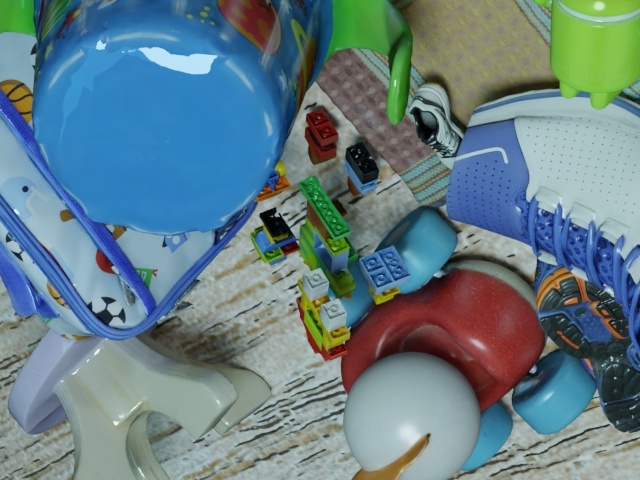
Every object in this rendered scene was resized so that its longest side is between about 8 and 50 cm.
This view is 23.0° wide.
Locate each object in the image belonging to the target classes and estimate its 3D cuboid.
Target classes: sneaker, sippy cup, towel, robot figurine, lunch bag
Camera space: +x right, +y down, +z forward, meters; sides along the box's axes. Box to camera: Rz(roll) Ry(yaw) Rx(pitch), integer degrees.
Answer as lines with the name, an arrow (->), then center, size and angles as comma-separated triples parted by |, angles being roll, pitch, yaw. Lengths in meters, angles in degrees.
sneaker -> 0.090, -0.081, 1.229 | 0.032, 0.037, 0.083 | -8, 124, 37
sippy cup -> -0.106, -0.127, 1.122 | 0.306, 0.224, 0.240 | -27, 119, 20
towel -> 0.121, -0.185, 1.167 | 0.271, 0.040, 0.370 | 48, 136, -11
robot figurine -> 0.191, -0.148, 1.075 | 0.101, 0.067, 0.115 | 26, 139, 30
lunch bag -> -0.198, -0.067, 1.313 | 0.115, 0.243, 0.303 | -6, 124, 52
sneaker -> 0.243, 0.076, 1.294 | 0.083, 0.087, 0.221 | -26, 128, 15
sneaker -> 0.233, 0.006, 1.129 | 0.316, 0.182, 0.127 | 11, 143, 18

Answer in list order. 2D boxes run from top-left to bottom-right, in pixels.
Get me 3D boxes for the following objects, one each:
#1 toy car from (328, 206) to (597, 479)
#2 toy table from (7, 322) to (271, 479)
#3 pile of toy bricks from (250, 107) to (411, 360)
toy car -> 0.074, 0.139, 1.330 | 0.219, 0.238, 0.210 | 46, 136, -10
toy table -> -0.182, 0.152, 1.519 | 0.161, 0.252, 0.274 | 48, 150, 10
pile of toy bricks -> 0.000, 0.000, 1.310 | 0.212, 0.118, 0.105 | 60, 161, 28
